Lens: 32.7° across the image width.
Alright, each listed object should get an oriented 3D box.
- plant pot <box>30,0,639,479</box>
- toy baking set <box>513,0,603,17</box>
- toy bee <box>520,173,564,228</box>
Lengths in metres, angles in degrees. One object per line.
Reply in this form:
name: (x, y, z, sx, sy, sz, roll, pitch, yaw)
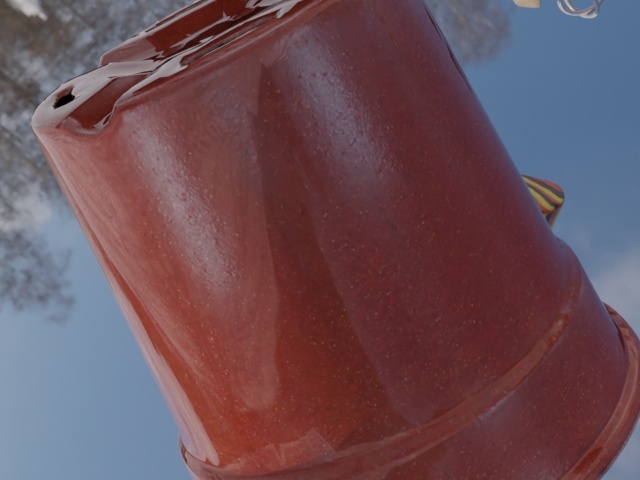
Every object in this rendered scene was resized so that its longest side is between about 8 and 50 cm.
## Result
plant pot: (0.000, 0.000, 0.586, 0.272, 0.265, 0.272, -23, -159, 10)
toy baking set: (0.283, -0.304, 1.148, 0.256, 0.197, 0.030, -7, -122, 43)
toy bee: (0.119, -0.043, 1.232, 0.298, 0.195, 0.162, 2, -147, 16)
